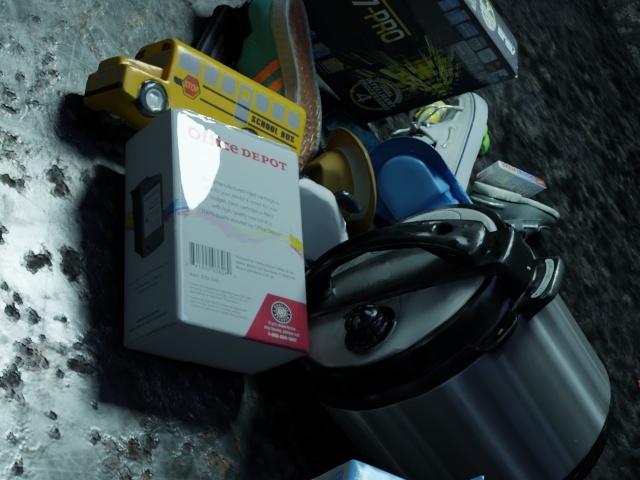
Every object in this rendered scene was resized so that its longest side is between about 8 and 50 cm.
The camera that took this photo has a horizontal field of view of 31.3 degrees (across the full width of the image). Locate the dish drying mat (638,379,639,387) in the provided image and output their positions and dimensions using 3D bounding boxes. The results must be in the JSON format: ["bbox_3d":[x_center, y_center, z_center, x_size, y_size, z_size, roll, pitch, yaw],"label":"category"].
[{"bbox_3d":[0.736,0.338,2.542,0.083,0.008,0.032,31,42,-34],"label":"dish drying mat"}]

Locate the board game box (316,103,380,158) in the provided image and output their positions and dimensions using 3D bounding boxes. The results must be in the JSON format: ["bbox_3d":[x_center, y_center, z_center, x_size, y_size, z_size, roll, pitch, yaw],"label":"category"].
[{"bbox_3d":[0.043,-0.175,2.055,0.126,0.026,0.186,55,33,-4],"label":"board game box"}]

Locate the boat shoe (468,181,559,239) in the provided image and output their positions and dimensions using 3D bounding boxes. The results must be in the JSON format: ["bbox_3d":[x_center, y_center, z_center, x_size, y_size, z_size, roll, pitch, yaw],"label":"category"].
[{"bbox_3d":[0.395,-0.048,2.373,0.319,0.116,0.099,13,96,-55],"label":"boat shoe"}]

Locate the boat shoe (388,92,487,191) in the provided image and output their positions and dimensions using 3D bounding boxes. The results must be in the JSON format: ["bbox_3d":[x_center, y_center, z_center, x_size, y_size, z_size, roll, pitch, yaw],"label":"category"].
[{"bbox_3d":[0.210,-0.182,2.198,0.156,0.136,0.367,30,51,-10],"label":"boat shoe"}]

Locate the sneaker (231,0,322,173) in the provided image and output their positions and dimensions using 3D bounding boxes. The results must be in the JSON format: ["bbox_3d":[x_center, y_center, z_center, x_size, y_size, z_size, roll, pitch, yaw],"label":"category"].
[{"bbox_3d":[-0.076,-0.250,1.869,0.108,0.121,0.302,-30,118,-61],"label":"sneaker"}]

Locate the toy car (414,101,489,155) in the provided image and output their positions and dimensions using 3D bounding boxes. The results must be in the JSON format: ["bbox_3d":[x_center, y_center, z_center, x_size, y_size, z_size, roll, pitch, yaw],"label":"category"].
[{"bbox_3d":[0.293,-0.270,2.431,0.225,0.053,0.239,38,38,-26],"label":"toy car"}]

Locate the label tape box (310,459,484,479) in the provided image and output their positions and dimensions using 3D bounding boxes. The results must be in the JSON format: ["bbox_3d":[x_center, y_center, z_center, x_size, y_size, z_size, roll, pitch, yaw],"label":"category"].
[{"bbox_3d":[0.011,0.379,1.272,0.106,0.333,0.241,43,35,-21],"label":"label tape box"}]

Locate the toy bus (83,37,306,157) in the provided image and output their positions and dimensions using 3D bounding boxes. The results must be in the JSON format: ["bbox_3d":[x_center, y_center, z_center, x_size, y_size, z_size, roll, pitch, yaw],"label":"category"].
[{"bbox_3d":[-0.177,-0.193,1.673,0.332,0.108,0.130,24,70,-41],"label":"toy bus"}]

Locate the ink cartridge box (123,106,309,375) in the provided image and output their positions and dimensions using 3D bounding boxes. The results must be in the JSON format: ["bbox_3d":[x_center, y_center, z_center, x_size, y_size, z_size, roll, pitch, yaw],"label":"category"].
[{"bbox_3d":[-0.141,0.007,1.533,0.226,0.131,0.306,18,56,-39],"label":"ink cartridge box"}]

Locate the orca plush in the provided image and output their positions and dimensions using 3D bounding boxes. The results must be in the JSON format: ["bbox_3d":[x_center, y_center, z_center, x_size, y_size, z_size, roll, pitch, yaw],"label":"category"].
[{"bbox_3d":[-0.002,-0.029,1.782,0.287,0.151,0.102,31,18,-42],"label":"orca plush"}]

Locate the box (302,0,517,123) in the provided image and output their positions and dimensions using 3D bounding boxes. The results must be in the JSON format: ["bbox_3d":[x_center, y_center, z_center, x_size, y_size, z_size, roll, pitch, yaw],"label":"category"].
[{"bbox_3d":[0.109,-0.376,1.922,0.395,0.318,0.097,43,41,-44],"label":"box"}]

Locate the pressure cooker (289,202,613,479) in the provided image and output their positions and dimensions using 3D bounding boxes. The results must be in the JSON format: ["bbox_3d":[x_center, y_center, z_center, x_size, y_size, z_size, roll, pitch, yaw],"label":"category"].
[{"bbox_3d":[0.173,0.151,1.591,0.420,0.370,0.375,53,-3,-24],"label":"pressure cooker"}]

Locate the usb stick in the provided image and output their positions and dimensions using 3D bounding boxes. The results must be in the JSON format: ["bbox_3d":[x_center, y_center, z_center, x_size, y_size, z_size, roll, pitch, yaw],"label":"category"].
[{"bbox_3d":[-0.176,-0.294,1.854,0.077,0.045,0.278,52,32,-27],"label":"usb stick"}]

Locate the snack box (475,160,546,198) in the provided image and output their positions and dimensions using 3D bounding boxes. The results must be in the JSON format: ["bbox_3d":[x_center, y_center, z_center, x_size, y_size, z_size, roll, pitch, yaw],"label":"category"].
[{"bbox_3d":[0.411,-0.127,2.456,0.178,0.064,0.022,17,50,-45],"label":"snack box"}]

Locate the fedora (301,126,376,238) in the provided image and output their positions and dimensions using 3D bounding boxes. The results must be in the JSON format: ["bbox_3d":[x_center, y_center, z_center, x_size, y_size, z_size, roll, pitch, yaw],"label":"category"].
[{"bbox_3d":[0.020,-0.087,1.845,0.079,0.194,0.194,-13,71,-24],"label":"fedora"}]

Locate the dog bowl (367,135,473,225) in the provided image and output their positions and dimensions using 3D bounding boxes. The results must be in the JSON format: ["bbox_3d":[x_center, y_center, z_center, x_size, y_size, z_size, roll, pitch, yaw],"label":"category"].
[{"bbox_3d":[0.190,-0.053,2.028,0.297,0.166,0.074,55,18,-5],"label":"dog bowl"}]
